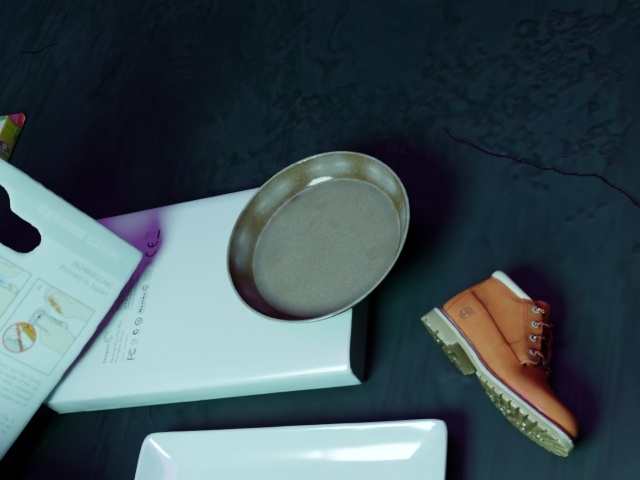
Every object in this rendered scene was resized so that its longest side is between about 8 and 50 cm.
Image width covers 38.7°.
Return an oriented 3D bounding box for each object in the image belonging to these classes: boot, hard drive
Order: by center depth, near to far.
[{"bbox_3d":[0.150,0.085,0.676,0.085,0.059,0.158,-35,48,-4],"label":"boot"},{"bbox_3d":[-0.103,0.048,0.842,0.308,0.040,0.203,-9,56,22],"label":"hard drive"}]

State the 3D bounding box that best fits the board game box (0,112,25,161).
[{"bbox_3d":[-0.449,-0.052,1.098,0.124,0.039,0.259,-4,55,25],"label":"board game box"}]

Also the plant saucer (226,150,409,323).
[{"bbox_3d":[0.000,0.000,0.774,0.168,0.029,0.168,-14,55,20],"label":"plant saucer"}]

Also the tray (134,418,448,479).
[{"bbox_3d":[-0.031,0.215,0.700,0.270,0.030,0.145,-8,57,23],"label":"tray"}]

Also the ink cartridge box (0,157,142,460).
[{"bbox_3d":[-0.381,0.084,0.756,0.385,0.308,0.091,-55,39,-5],"label":"ink cartridge box"}]
